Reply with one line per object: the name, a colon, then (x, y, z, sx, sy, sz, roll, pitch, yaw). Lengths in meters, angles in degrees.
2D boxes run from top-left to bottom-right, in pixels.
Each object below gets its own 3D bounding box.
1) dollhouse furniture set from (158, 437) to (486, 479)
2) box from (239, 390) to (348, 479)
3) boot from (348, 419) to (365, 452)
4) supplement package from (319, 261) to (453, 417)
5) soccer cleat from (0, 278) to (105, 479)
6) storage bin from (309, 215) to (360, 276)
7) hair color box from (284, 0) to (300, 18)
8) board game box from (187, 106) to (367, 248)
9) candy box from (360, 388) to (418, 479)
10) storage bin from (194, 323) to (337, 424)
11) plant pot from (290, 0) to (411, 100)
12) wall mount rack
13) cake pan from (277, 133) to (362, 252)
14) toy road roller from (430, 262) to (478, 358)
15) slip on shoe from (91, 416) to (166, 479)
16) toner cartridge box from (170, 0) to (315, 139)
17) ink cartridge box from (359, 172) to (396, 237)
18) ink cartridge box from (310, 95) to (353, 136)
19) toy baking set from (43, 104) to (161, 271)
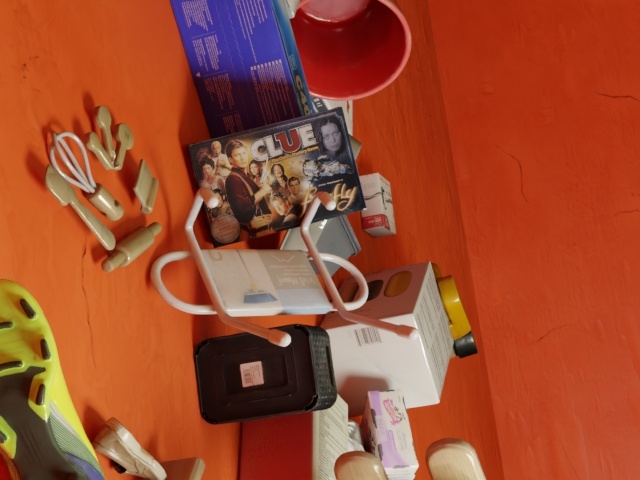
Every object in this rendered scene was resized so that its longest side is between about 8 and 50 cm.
dollhouse furniture set: (-0.002, 0.392, 1.239, 0.362, 0.394, 0.256, -73, 146, -56)
box: (-0.039, 0.340, 1.588, 0.148, 0.127, 0.232, 54, 30, -52)
boot: (0.027, 0.366, 1.855, 0.258, 0.095, 0.123, 69, 13, -51)
supplement package: (0.137, 0.195, 2.081, 0.262, 0.199, 0.198, -58, 133, -65)
soccer cleat: (-0.290, 0.178, 1.044, 0.121, 0.093, 0.289, -167, -122, -77)
storage bin: (0.000, 0.000, 1.987, 0.091, 0.098, 0.135, -51, 134, -31)
hair color box: (-0.100, -0.573, 1.971, 0.374, 0.114, 0.185, -78, 150, -52)
board game box: (-0.066, -0.098, 1.586, 0.042, 0.243, 0.165, -133, -152, -81)
candy box: (0.121, 0.400, 1.942, 0.196, 0.070, 0.164, 98, -13, -49)
storage bin: (-0.078, 0.191, 1.473, 0.084, 0.180, 0.122, 20, 60, -70)
plant pot: (0.036, -0.466, 2.121, 0.275, 0.275, 0.243, 60, 17, -44)
wall mount rack: (-0.039, 0.057, 1.414, 0.350, 0.130, 0.304, 0, 45, -34)
cake pan: (-0.006, -0.062, 1.764, 0.293, 0.054, 0.293, -155, -90, -89)
toy road roller: (0.222, 0.146, 2.391, 0.329, 0.203, 0.240, 60, 13, -56)
slip on shoe: (-0.226, 0.258, 1.220, 0.041, 0.051, 0.135, -47, 146, -18)
toner cartridge box: (-0.121, -0.288, 1.659, 0.075, 0.165, 0.347, -52, 129, -68)
ink cartridge box: (0.134, -0.084, 2.470, 0.099, 0.056, 0.135, 27, 54, -66)
ink cartridge box: (0.020, -0.346, 2.301, 0.208, 0.045, 0.206, 54, 30, -50)
toy baking set: (-0.272, -0.060, 1.294, 0.256, 0.030, 0.196, -60, 133, -64)
